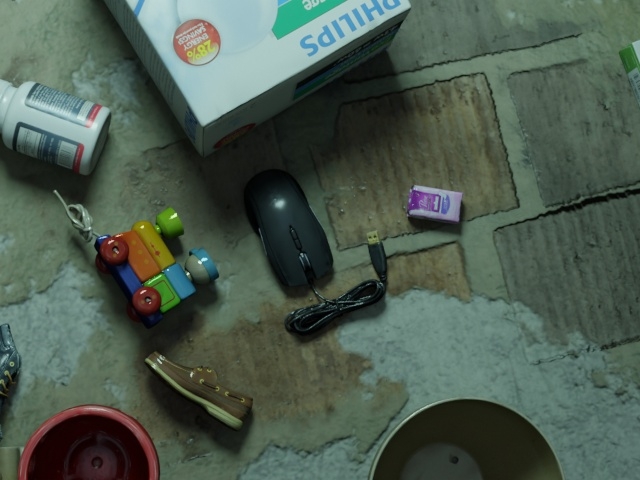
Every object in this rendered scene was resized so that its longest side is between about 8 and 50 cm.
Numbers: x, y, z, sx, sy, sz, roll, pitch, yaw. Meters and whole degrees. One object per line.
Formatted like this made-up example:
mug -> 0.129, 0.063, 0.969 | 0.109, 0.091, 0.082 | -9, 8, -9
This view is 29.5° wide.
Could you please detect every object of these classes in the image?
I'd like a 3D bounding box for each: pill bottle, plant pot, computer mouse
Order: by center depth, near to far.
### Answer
plant pot -> -0.324, 0.327, 1.729 | 0.191, 0.174, 0.191 | 1, 84, -7
plant pot -> 0.194, 0.367, 1.776 | 0.284, 0.191, 0.284 | 1, 85, -7
pill bottle -> -0.411, -0.175, 1.801 | 0.180, 0.108, 0.108 | 20, 83, -4
computer mouse -> 0.000, 0.000, 1.855 | 0.184, 0.060, 0.262 | -19, 87, -7

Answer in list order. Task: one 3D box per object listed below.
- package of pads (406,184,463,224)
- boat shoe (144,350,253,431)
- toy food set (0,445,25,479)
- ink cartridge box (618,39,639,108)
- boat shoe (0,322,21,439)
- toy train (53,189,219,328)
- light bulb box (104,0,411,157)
package of pads -> 0.179, -0.056, 1.895 | 0.083, 0.032, 0.050 | 9, 81, -6
boat shoe -> -0.180, 0.215, 1.815 | 0.178, 0.064, 0.060 | 35, 77, -9
toy food set -> -0.569, 0.417, 1.734 | 0.306, 0.092, 0.219 | -4, 85, -6
ink cartridge box -> 0.598, -0.291, 1.949 | 0.209, 0.062, 0.109 | -19, 87, -8
boat shoe -> -0.470, 0.209, 1.764 | 0.083, 0.065, 0.183 | -16, 71, -9
toy train -> -0.269, -0.006, 1.810 | 0.143, 0.105, 0.248 | -32, 89, -19
light bulb box -> -0.118, -0.377, 1.795 | 0.358, 0.225, 0.361 | -32, 88, -8
